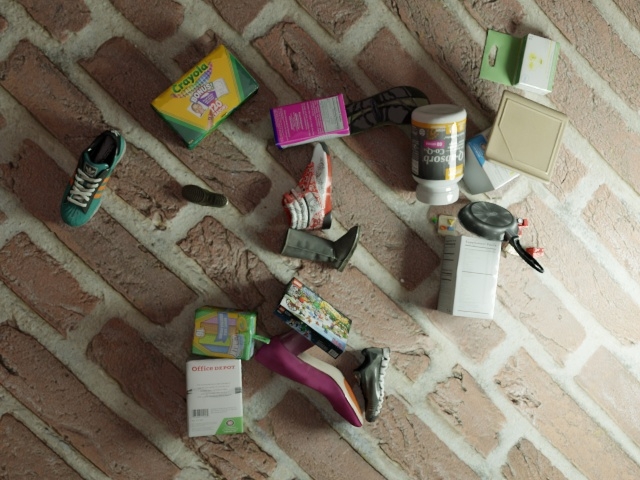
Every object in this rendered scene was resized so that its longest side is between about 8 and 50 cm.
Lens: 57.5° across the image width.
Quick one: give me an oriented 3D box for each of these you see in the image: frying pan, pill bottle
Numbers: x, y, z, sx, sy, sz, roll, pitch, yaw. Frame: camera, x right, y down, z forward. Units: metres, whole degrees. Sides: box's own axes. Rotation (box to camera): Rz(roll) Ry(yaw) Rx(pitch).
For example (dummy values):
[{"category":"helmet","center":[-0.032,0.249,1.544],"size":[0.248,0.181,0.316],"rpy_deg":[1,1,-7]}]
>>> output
[{"category":"frying pan","center":[0.534,-0.025,1.771],"size":[0.197,0.326,0.053],"rpy_deg":[3,126,-10]},{"category":"pill bottle","center":[0.354,-0.259,1.762],"size":[0.162,0.162,0.279],"rpy_deg":[-10,116,-10]}]

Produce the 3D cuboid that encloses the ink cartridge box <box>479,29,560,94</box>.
[{"category":"ink cartridge box","center":[0.654,-0.590,1.913],"size":[0.235,0.056,0.171],"rpy_deg":[12,88,-11]}]

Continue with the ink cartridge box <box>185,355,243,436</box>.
[{"category":"ink cartridge box","center":[-0.310,0.448,1.709],"size":[0.160,0.092,0.220],"rpy_deg":[-1,89,-10]}]

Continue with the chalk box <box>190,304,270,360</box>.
[{"category":"chalk box","center":[-0.251,0.266,1.685],"size":[0.212,0.132,0.132],"rpy_deg":[6,88,0]}]

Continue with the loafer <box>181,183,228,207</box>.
[{"category":"loafer","center":[-0.342,-0.125,1.737],"size":[0.148,0.050,0.056],"rpy_deg":[19,82,7]}]

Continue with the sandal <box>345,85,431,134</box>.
[{"category":"sandal","center":[0.191,-0.405,1.819],"size":[0.302,0.086,0.120],"rpy_deg":[-10,97,5]}]

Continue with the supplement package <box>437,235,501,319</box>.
[{"category":"supplement package","center":[0.463,0.113,1.827],"size":[0.139,0.134,0.244],"rpy_deg":[8,88,-9]}]

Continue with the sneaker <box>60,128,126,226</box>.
[{"category":"sneaker","center":[-0.652,-0.181,1.645],"size":[0.108,0.121,0.302],"rpy_deg":[25,85,-8]}]

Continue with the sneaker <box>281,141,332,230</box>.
[{"category":"sneaker","center":[-0.044,-0.164,1.766],"size":[0.144,0.090,0.270],"rpy_deg":[-2,92,-12]}]

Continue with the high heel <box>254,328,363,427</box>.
[{"category":"high heel","center":[-0.028,0.436,1.763],"size":[0.181,0.127,0.377],"rpy_deg":[-33,92,7]}]

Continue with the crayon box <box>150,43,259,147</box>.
[{"category":"crayon box","center":[-0.338,-0.422,1.723],"size":[0.278,0.081,0.165],"rpy_deg":[-43,96,-8]}]

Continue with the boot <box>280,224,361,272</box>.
[{"category":"boot","center":[0.000,0.000,1.754],"size":[0.208,0.076,0.190],"rpy_deg":[23,119,-6]}]

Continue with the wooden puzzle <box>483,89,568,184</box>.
[{"category":"wooden puzzle","center":[0.609,-0.306,1.737],"size":[0.220,0.044,0.239],"rpy_deg":[20,80,-8]}]

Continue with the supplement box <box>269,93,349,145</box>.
[{"category":"supplement box","center":[-0.030,-0.351,1.737],"size":[0.219,0.111,0.114],"rpy_deg":[-10,91,3]}]

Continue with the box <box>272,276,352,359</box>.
[{"category":"box","center":[-0.019,0.227,1.732],"size":[0.233,0.159,0.044],"rpy_deg":[38,119,-8]}]

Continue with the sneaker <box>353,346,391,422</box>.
[{"category":"sneaker","center":[0.146,0.437,1.800],"size":[0.106,0.078,0.234],"rpy_deg":[11,83,-7]}]

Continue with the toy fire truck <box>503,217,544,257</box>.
[{"category":"toy fire truck","center":[0.627,-0.006,1.901],"size":[0.192,0.047,0.135],"rpy_deg":[-3,89,-10]}]

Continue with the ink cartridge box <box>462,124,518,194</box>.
[{"category":"ink cartridge box","center":[0.563,-0.277,1.832],"size":[0.232,0.168,0.171],"rpy_deg":[-31,94,-10]}]

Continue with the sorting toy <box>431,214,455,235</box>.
[{"category":"sorting toy","center":[0.395,-0.051,1.879],"size":[0.083,0.012,0.062],"rpy_deg":[7,88,-10]}]
